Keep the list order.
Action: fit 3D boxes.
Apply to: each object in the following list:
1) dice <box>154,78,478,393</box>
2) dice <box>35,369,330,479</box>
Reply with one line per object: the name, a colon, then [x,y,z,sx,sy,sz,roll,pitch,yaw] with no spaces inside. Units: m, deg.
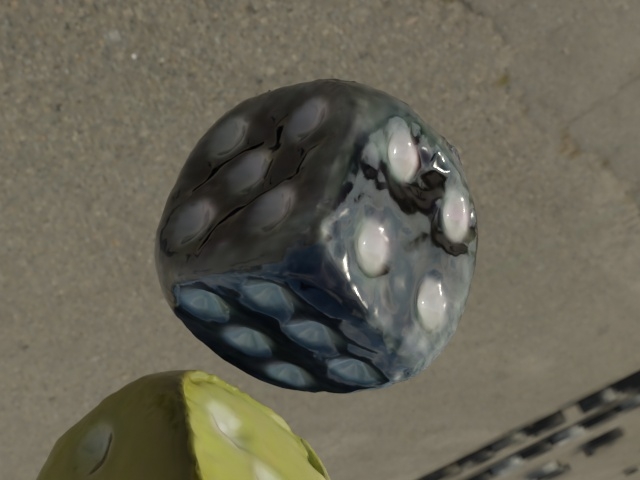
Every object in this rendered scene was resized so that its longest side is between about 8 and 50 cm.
dice: [0.000,0.000,0.850,0.181,0.183,0.182,-8,142,41]
dice: [-0.126,0.284,1.070,0.227,0.233,0.238,-37,128,19]
